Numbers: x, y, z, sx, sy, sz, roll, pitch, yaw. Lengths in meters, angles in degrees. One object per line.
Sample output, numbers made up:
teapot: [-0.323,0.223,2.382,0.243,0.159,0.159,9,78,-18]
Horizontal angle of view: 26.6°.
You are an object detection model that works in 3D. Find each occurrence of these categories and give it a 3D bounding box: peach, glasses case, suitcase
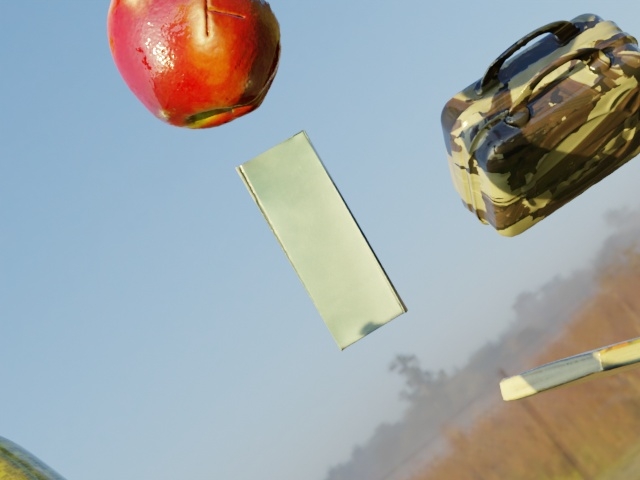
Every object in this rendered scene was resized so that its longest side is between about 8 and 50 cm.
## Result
peach: [-0.151,-0.253,1.630,0.196,0.226,0.190,-17,-10,18]
glasses case: [0.000,0.000,1.724,0.105,0.266,0.056,-30,2,-10]
suitcase: [0.362,-0.210,2.183,0.351,0.194,0.339,-34,-34,-9]

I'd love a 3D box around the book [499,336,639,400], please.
book: [0.488,0.135,1.824,0.428,0.039,0.300,-12,-10,-20]

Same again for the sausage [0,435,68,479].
sausage: [-0.232,0.264,1.136,0.123,0.347,0.123,-30,-46,-37]
